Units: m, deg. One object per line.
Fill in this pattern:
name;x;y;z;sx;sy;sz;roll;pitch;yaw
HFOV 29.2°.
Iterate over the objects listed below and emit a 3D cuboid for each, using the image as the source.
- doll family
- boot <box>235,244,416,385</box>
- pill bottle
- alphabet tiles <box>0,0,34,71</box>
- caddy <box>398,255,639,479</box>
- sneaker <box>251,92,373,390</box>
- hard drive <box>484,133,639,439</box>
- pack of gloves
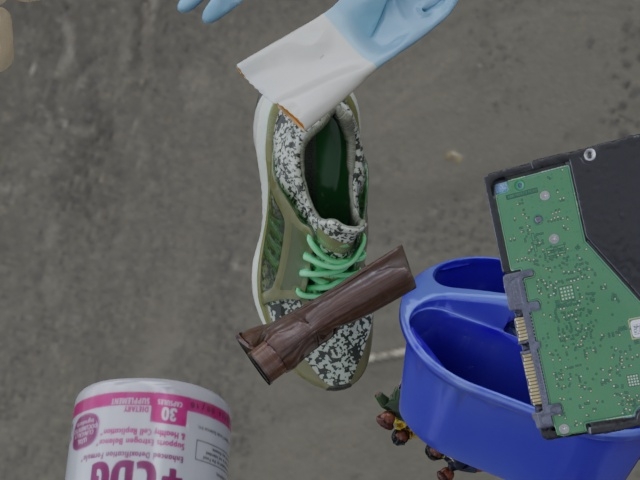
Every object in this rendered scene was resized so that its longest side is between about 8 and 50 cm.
doll family;0.157;0.262;1.696;0.111;0.193;0.076;-54;-2;0
boot;0.005;0.043;0.762;0.114;0.037;0.106;-36;9;-8
pill bottle;-0.174;0.289;1.192;0.160;0.160;0.283;-27;52;45
alphabet tiles;-0.385;-0.287;1.187;0.021;0.284;0.277;27;125;44
caddy;0.251;0.142;1.421;0.241;0.341;0.179;-56;-19;-50
sneaker;0.000;0.000;1.475;0.182;0.158;0.410;-136;37;-72
hard drive;0.317;0.020;0.986;0.339;0.064;0.236;-15;81;26
pack of gloves;-0.001;-0.228;1.044;0.195;0.232;0.046;44;152;10
